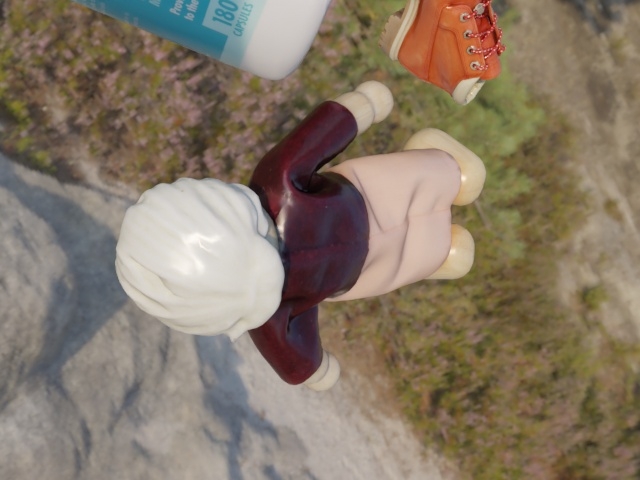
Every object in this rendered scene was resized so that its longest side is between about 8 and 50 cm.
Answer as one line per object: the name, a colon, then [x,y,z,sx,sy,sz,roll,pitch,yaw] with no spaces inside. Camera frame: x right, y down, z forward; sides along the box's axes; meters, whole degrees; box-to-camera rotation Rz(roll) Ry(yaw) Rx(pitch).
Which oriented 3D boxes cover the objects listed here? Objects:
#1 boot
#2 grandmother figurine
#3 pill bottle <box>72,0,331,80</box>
boot: [0.097,-0.151,0.676,0.059,0.158,0.084,-40,79,-22]
grandmother figurine: [0.000,0.000,0.670,0.342,0.104,0.208,-7,98,-58]
pill bottle: [-0.113,-0.202,0.574,0.264,0.146,0.146,20,42,-9]
